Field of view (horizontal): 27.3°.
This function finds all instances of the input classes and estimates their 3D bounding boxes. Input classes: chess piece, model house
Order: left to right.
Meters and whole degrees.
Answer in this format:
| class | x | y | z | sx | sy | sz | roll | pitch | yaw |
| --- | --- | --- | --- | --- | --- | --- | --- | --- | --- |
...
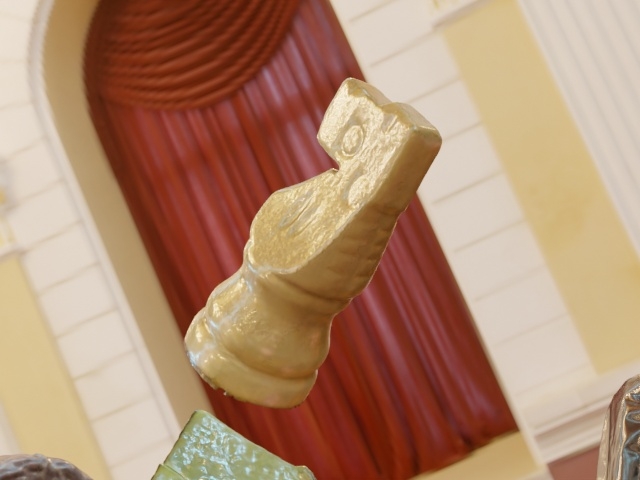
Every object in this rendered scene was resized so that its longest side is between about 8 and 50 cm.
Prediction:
| class | x | y | z | sx | sy | sz | roll | pitch | yaw |
| --- | --- | --- | --- | --- | --- | --- | --- | --- | --- |
| model house | -0.097 | 0.321 | 1.309 | 0.195 | 0.189 | 0.214 | 102 | -166 | -45 |
| chess piece | 0.000 | 0.000 | 0.794 | 0.090 | 0.090 | 0.200 | -10 | -45 | -60 |

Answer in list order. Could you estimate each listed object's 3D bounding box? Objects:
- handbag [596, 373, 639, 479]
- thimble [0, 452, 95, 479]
| class | x | y | z | sx | sy | sz | roll | pitch | yaw |
| --- | --- | --- | --- | --- | --- | --- | --- | --- | --- |
| handbag | 0.387 | 0.286 | 1.185 | 0.302 | 0.275 | 0.178 | 15 | -21 | -1 |
| thimble | -0.260 | 0.256 | 1.135 | 0.150 | 0.150 | 0.098 | -19 | 2 | -34 |
